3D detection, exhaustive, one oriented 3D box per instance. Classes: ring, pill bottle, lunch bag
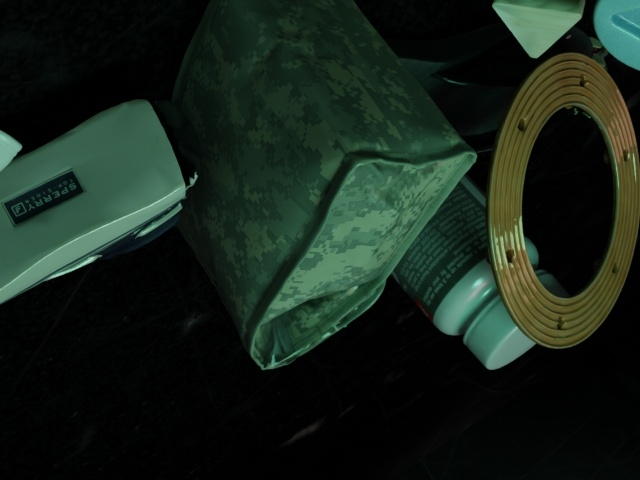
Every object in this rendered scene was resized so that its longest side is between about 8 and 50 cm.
[{"bbox_3d":[0.278,-0.044,1.186,0.336,0.032,0.337,-4,96,-47],"label":"ring"},{"bbox_3d":[0.171,0.016,1.321,0.161,0.283,0.161,-32,155,-17],"label":"pill bottle"},{"bbox_3d":[-0.032,-0.054,0.951,0.169,0.235,0.287,-8,143,-41],"label":"lunch bag"}]

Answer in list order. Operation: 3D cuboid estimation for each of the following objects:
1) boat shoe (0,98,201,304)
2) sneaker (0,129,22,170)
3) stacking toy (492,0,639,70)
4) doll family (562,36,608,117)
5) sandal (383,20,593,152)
[{"bbox_3d":[-0.260,0.002,0.872,0.340,0.127,0.158,-22,169,-14],"label":"boat shoe"},{"bbox_3d":[-0.295,0.020,0.696,0.236,0.130,0.323,-25,118,-17],"label":"sneaker"},{"bbox_3d":[0.198,-0.226,0.871,0.309,0.130,0.279,35,150,-29],"label":"stacking toy"},{"bbox_3d":[0.326,-0.204,1.422,0.193,0.076,0.111,-13,147,-18],"label":"doll family"},{"bbox_3d":[0.163,-0.156,1.190,0.445,0.107,0.168,-15,146,-35],"label":"sandal"}]
